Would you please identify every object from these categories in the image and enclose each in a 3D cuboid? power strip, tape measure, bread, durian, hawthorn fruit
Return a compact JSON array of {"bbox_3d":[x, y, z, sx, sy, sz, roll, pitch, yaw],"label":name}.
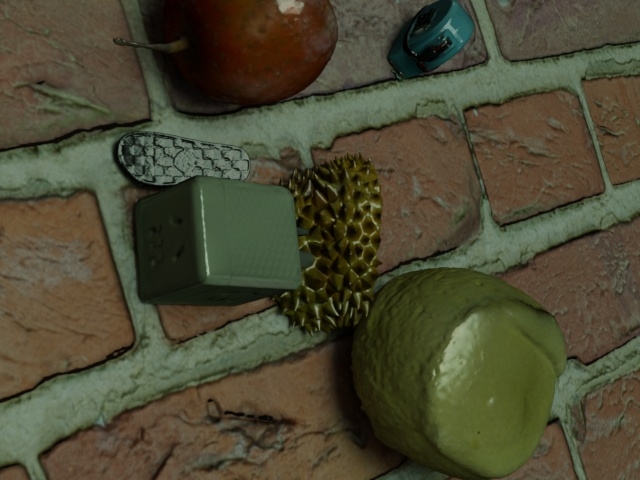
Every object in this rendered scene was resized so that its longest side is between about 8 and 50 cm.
[{"bbox_3d":[-0.110,0.006,1.550,0.224,0.140,0.139,6,72,-44],"label":"power strip"},{"bbox_3d":[0.187,-0.333,1.962,0.081,0.125,0.146,45,50,-23],"label":"tape measure"},{"bbox_3d":[0.193,0.188,1.729,0.320,0.237,0.321,0,90,-37],"label":"bread"},{"bbox_3d":[-0.002,-0.004,1.687,0.186,0.154,0.261,-8,73,-21],"label":"durian"},{"bbox_3d":[-0.101,-0.289,1.619,0.235,0.263,0.231,54,12,-30],"label":"hawthorn fruit"}]

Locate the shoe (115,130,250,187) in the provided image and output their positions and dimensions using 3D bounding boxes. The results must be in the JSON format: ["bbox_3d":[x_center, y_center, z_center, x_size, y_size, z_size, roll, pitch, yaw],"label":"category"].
[{"bbox_3d":[-0.184,-0.100,1.576,0.179,0.049,0.071,4,84,-20],"label":"shoe"}]
